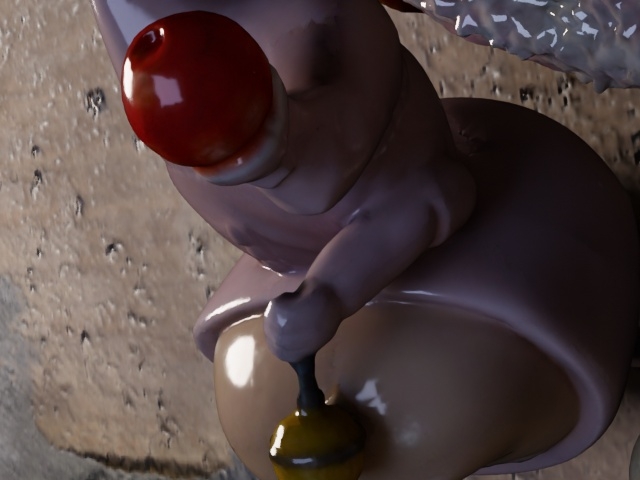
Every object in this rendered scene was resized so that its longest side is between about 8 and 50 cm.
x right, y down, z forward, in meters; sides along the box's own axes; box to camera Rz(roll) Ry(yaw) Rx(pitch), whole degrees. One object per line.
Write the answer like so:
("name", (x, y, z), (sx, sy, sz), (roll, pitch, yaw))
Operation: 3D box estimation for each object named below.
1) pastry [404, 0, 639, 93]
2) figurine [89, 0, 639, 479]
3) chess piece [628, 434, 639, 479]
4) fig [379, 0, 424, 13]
("pastry", (0.119, -0.081, 0.405), (0.265, 0.103, 0.112), (0, 121, 46))
("figurine", (0.000, 0.000, 0.582), (0.176, 0.287, 0.186), (4, 59, 37))
("chess piece", (0.204, 0.166, 0.522), (0.307, 0.124, 0.139), (58, 165, 26))
("fig", (0.017, -0.220, 0.589), (0.290, 0.190, 0.190), (59, 135, 21))
